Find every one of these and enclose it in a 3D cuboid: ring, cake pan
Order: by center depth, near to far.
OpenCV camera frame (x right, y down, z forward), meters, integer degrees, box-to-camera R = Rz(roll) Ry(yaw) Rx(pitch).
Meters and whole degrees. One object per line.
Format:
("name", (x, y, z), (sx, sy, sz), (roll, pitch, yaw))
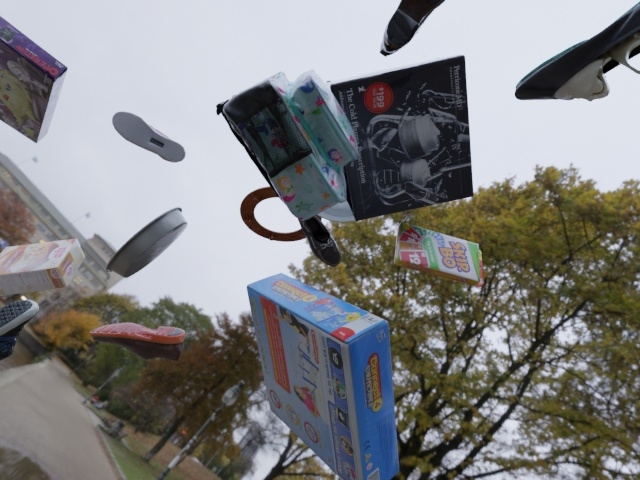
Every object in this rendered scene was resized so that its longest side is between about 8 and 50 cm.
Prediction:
("cake pan", (-0.534, 0.012, 1.275), (0.054, 0.293, 0.293), (47, -33, -6))
("ring", (-0.162, -0.093, 1.648), (0.337, 0.032, 0.336), (2, -39, 2))

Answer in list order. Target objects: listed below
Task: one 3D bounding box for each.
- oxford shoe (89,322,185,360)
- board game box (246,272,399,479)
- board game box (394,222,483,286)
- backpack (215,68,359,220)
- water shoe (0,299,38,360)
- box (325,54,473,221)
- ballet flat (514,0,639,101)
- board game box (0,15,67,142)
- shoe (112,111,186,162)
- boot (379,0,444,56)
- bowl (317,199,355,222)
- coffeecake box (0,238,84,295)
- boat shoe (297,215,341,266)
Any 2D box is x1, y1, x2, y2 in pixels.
("oxford shoe", (-0.543, 0.306, 1.194), (0.272, 0.097, 0.098), (7, -81, 1))
("board game box", (-0.004, 0.245, 0.746), (0.302, 0.086, 0.308), (18, -59, 50))
("board game box", (0.334, 0.040, 1.116), (0.260, 0.124, 0.039), (16, -32, -9))
("backpack", (-0.035, -0.174, 0.737), (0.191, 0.225, 0.253), (-22, -67, 12))
("water shoe", (-0.684, 0.207, 0.864), (0.073, 0.203, 0.080), (42, -16, 43))
("box", (0.201, -0.263, 1.041), (0.313, 0.179, 0.343), (-13, -67, 1))
("ballet flat", (0.317, -0.200, 0.442), (0.074, 0.074, 0.203), (50, -45, -9))
("board game box", (-0.697, -0.357, 0.893), (0.208, 0.056, 0.347), (42, -34, -24))
("shoe", (-0.418, -0.246, 0.991), (0.178, 0.063, 0.081), (29, -6, -22))
("boot", (0.200, -0.496, 0.869), (0.082, 0.219, 0.106), (39, -1, -10))
("bowl", (0.075, -0.197, 1.329), (0.298, 0.297, 0.134), (39, -1, 7))
("coffeecake box", (-0.754, 0.069, 1.072), (0.142, 0.186, 0.068), (-107, -169, -57))
("boat shoe", (0.000, 0.000, 1.160), (0.206, 0.075, 0.065), (59, -2, -21))
